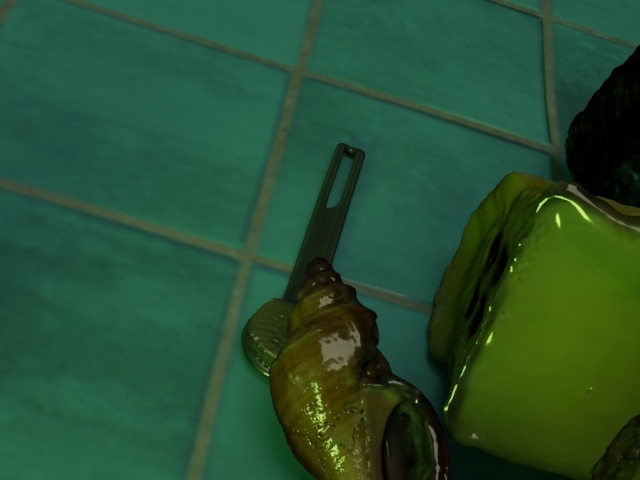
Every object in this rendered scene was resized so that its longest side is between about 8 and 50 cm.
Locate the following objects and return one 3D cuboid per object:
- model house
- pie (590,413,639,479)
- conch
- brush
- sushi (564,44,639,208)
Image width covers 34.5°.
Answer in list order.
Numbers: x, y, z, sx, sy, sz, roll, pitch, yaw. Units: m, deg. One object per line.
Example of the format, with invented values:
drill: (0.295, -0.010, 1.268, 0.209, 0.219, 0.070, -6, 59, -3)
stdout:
model house: (0.186, 0.044, 0.675, 0.193, 0.174, 0.234, 20, 17, -1)
pie: (0.153, 0.284, 0.259, 0.180, 0.395, 0.418, -18, 20, 8)
conch: (0.029, 0.119, 0.608, 0.086, 0.080, 0.232, -30, 76, 1)
brush: (0.000, 0.000, 0.751, 0.062, 0.027, 0.266, 20, 41, -2)
sushi: (0.390, -0.049, 0.863, 0.350, 0.171, 0.211, 14, 40, -9)
